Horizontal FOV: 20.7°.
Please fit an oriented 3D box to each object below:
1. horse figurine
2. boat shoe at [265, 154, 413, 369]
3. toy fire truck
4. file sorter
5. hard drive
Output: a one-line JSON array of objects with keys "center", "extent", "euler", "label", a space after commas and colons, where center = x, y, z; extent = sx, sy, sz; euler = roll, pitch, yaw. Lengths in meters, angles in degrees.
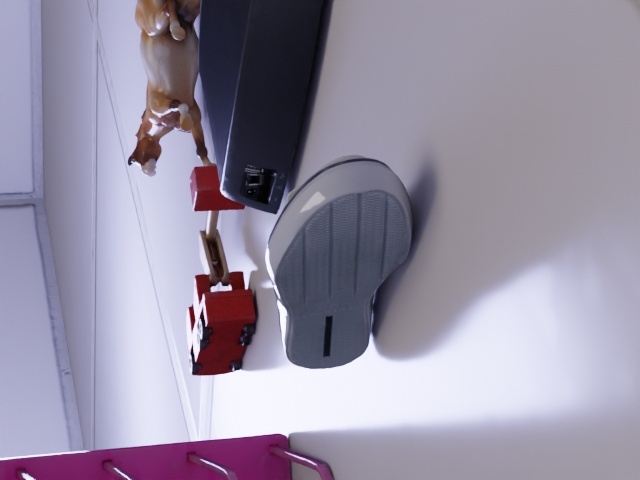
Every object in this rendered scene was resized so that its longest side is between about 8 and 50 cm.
[{"center": [-0.141, -0.175, 1.669], "extent": [0.174, 0.066, 0.263], "euler": [-138, 44, -64], "label": "horse figurine"}, {"center": [0.000, 0.000, 1.046], "extent": [0.226, 0.083, 0.076], "euler": [108, 154, -60], "label": "boat shoe"}, {"center": [-0.092, 0.029, 1.543], "extent": [0.192, 0.047, 0.135], "euler": [112, 152, -64], "label": "toy fire truck"}, {"center": [-0.139, 0.259, 1.279], "extent": [0.182, 0.290, 0.202], "euler": [170, 96, -74], "label": "file sorter"}, {"center": [-0.048, -0.154, 1.283], "extent": [0.255, 0.054, 0.172], "euler": [104, 159, -53], "label": "hard drive"}]
